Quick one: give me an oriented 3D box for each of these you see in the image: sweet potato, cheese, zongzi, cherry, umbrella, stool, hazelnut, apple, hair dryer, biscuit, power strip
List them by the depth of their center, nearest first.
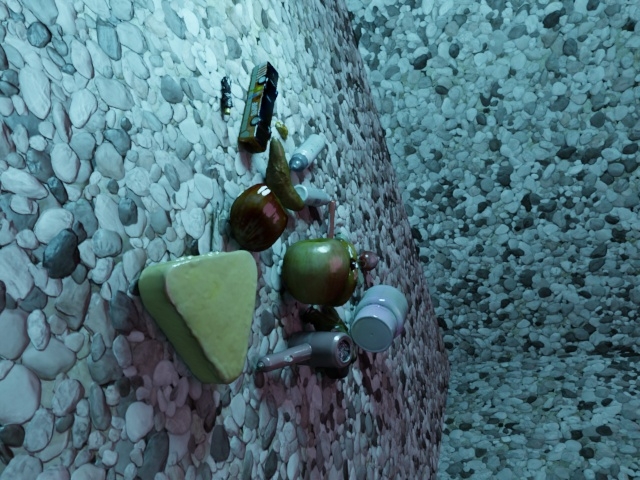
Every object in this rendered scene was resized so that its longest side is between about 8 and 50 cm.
[{"bbox_3d":[-0.285,0.156,1.381,0.384,0.104,0.383,27,59,-57],"label":"cheese"},{"bbox_3d":[-0.205,-0.071,1.642,0.212,0.181,0.181,58,2,-41],"label":"hazelnut"},{"bbox_3d":[-0.068,0.391,1.710,0.353,0.211,0.125,-5,89,-52],"label":"hair dryer"},{"bbox_3d":[-0.316,-0.490,1.715,0.040,0.037,0.143,56,27,-67],"label":"umbrella"},{"bbox_3d":[-0.013,0.112,1.861,0.257,0.257,0.233,-17,100,-66],"label":"apple"},{"bbox_3d":[-0.149,-0.225,1.900,0.114,0.092,0.341,-45,136,-26],"label":"sweet potato"},{"bbox_3d":[0.062,0.481,2.026,0.217,0.121,0.125,-10,87,-65],"label":"stool"},{"bbox_3d":[0.058,0.131,2.037,0.075,0.296,0.295,6,69,-23],"label":"biscuit"},{"bbox_3d":[0.011,0.331,2.074,0.189,0.081,0.178,-12,68,-53],"label":"zongzi"},{"bbox_3d":[0.129,0.093,2.403,0.048,0.080,0.285,-50,124,-59],"label":"power strip"},{"bbox_3d":[0.226,0.114,2.616,0.226,0.090,0.106,-17,99,-52],"label":"cherry"}]

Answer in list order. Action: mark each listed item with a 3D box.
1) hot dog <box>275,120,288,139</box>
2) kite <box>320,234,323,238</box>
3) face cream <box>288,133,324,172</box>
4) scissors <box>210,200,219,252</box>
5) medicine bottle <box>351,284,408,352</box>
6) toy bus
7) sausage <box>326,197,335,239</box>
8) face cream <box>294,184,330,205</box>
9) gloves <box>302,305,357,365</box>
[{"bbox_3d":[-0.151,-0.451,2.072,0.090,0.034,0.030,53,34,-44],"label":"hot dog"},{"bbox_3d":[-0.001,-0.006,2.251,0.078,0.002,0.044,15,66,-65],"label":"kite"},{"bbox_3d":[-0.066,-0.362,2.157,0.092,0.092,0.311,68,26,-24],"label":"face cream"},{"bbox_3d":[-0.311,0.021,1.510,0.109,0.022,0.299,29,57,-58],"label":"scissors"},{"bbox_3d":[0.279,0.371,2.411,0.302,0.241,0.241,-48,123,-62],"label":"medicine bottle"},{"bbox_3d":[-0.220,-0.492,1.864,0.093,0.092,0.408,47,39,-47],"label":"toy bus"},{"bbox_3d":[0.048,-0.068,2.277,0.034,0.034,0.253,-25,121,-66],"label":"sausage"},{"bbox_3d":[-0.033,-0.186,2.161,0.269,0.082,0.081,1,79,-65],"label":"face cream"},{"bbox_3d":[0.043,0.356,1.923,0.268,0.107,0.135,49,5,15],"label":"gloves"}]
